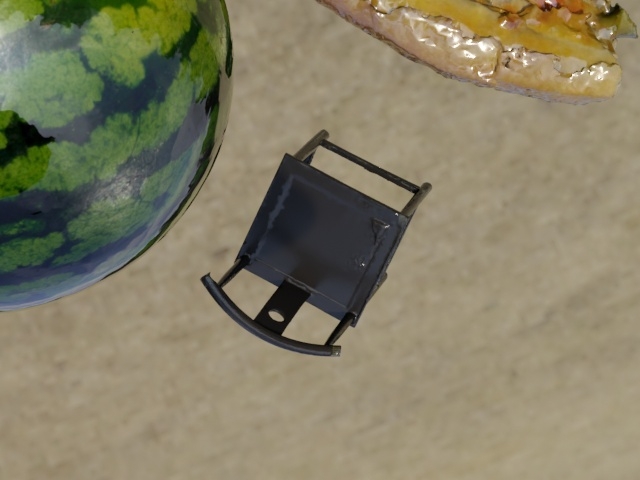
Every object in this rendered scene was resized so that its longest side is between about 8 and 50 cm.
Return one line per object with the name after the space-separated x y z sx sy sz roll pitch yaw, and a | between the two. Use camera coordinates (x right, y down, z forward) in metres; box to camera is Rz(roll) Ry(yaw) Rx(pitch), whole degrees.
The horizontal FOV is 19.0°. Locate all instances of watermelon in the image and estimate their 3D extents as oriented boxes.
-0.186 -0.102 1.026 0.285 0.285 0.285 -21 167 -5 | watermelon

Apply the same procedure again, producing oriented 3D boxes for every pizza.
0.138 -0.282 1.751 0.435 0.392 0.080 -22 166 -17 | pizza

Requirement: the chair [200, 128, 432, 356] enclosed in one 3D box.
0.000 0.000 1.935 0.141 0.154 0.260 -65 174 21 | chair
